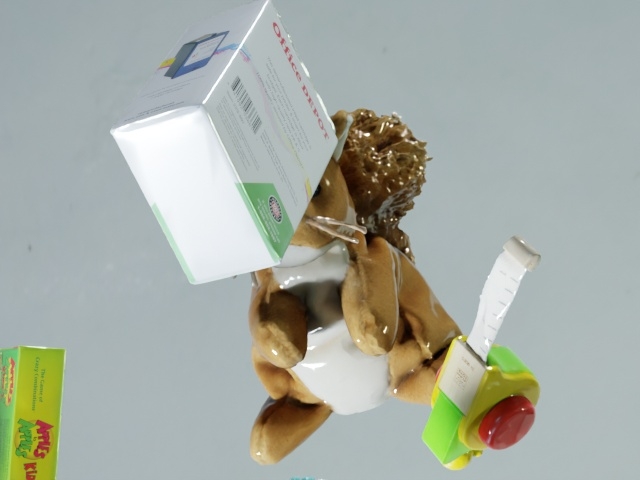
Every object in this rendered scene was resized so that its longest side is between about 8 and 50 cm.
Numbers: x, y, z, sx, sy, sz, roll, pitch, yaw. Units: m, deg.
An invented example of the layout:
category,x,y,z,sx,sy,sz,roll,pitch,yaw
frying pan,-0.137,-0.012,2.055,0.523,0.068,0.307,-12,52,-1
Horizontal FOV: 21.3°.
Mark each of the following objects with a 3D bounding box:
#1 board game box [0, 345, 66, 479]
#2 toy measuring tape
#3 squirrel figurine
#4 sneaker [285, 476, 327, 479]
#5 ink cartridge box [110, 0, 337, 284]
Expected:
category,x,y,z,sx,sy,sz,roll,pitch,yaw
board game box,-0.261,0.185,1.494,0.043,0.092,0.181,6,83,-23
toy measuring tape,0.200,0.124,1.849,0.121,0.330,0.121,12,36,-9
squirrel figurine,0.000,0.000,2.060,0.281,0.370,0.397,-15,32,19
sneaker,0.011,0.211,1.076,0.166,0.076,0.065,43,35,-30
ink cartridge box,-0.073,-0.087,1.437,0.093,0.154,0.212,-14,26,25
